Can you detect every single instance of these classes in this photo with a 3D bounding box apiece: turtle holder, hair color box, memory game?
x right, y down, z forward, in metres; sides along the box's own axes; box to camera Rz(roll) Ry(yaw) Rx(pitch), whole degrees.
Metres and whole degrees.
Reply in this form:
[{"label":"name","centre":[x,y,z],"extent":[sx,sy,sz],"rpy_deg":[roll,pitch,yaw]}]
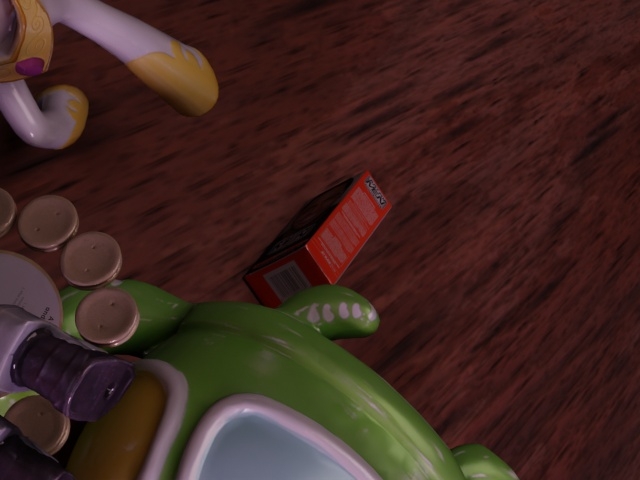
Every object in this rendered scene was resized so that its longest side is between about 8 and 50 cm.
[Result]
[{"label":"turtle holder","centre":[-0.056,0.155,0.812],"extent":[0.227,0.243,0.320],"rpy_deg":[-47,117,-36]},{"label":"hair color box","centre":[0.000,0.000,1.131],"extent":[0.043,0.072,0.141],"rpy_deg":[56,34,-12]},{"label":"memory game","centre":[-0.195,0.049,0.773],"extent":[0.012,0.186,0.186],"rpy_deg":[83,3,-60]}]

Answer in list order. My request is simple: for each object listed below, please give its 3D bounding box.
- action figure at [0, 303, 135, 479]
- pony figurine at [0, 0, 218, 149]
[{"label":"action figure","centre":[-0.240,0.035,0.689],"extent":[0.285,0.185,0.099],"rpy_deg":[32,3,7]},{"label":"pony figurine","centre":[-0.227,-0.209,0.815],"extent":[0.351,0.303,0.363],"rpy_deg":[62,14,7]}]
